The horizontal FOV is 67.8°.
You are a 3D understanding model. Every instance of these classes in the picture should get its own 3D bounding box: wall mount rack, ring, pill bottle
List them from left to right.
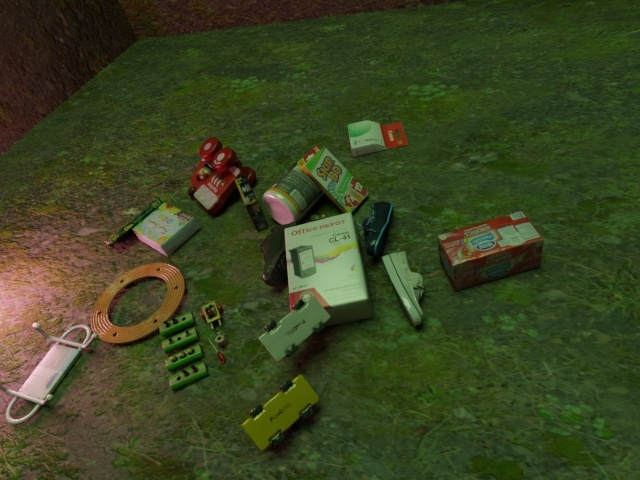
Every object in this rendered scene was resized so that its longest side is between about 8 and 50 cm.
[{"bbox_3d":[-0.823,0.384,1.456,0.305,0.130,0.349,5,49,23],"label":"wall mount rack"},{"bbox_3d":[-0.619,0.212,1.630,0.337,0.032,0.336,-10,43,10],"label":"ring"},{"bbox_3d":[-0.070,-0.193,1.747,0.162,0.162,0.278,20,55,34],"label":"pill bottle"}]

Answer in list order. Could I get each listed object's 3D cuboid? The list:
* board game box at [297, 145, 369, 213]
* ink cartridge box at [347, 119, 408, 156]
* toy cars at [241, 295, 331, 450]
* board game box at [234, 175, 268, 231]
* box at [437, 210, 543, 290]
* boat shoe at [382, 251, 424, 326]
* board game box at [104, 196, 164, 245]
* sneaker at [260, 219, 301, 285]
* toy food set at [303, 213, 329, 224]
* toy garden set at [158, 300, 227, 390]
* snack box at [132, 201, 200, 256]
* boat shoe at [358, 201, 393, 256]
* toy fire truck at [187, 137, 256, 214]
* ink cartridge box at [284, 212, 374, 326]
[{"bbox_3d":[0.046,-0.219,1.699,0.259,0.039,0.124,44,62,-3],"label":"board game box"},{"bbox_3d":[0.232,-0.437,1.966,0.225,0.056,0.180,-13,44,9],"label":"ink cartridge box"},{"bbox_3d":[-0.086,0.331,1.222,0.177,0.087,0.393,13,67,-9],"label":"toy cars"},{"bbox_3d":[-0.256,-0.138,1.771,0.048,0.141,0.170,-25,44,-4],"label":"board game box"},{"bbox_3d":[0.479,0.030,1.358,0.257,0.122,0.128,-17,43,3],"label":"box"},{"bbox_3d":[0.255,0.128,1.367,0.088,0.096,0.267,-22,35,4],"label":"boat shoe"},{"bbox_3d":[-0.751,-0.077,1.922,0.259,0.030,0.136,-47,17,-26],"label":"board game box"},{"bbox_3d":[-0.145,0.048,1.589,0.130,0.109,0.286,-7,35,22],"label":"sneaker"},{"bbox_3d":[-0.011,-0.068,1.703,0.122,0.019,0.077,3,48,22],"label":"toy food set"},{"bbox_3d":[-0.376,0.298,1.434,0.204,0.049,0.244,-23,46,-9],"label":"toy garden set"},{"bbox_3d":[-0.599,-0.046,1.851,0.207,0.070,0.174,23,58,38],"label":"snack box"},{"bbox_3d":[0.175,-0.035,1.558,0.089,0.108,0.258,10,34,13],"label":"boat shoe"},{"bbox_3d":[-0.435,-0.260,1.959,0.254,0.169,0.302,-49,47,-4],"label":"toy fire truck"},{"bbox_3d":[0.020,0.091,1.420,0.226,0.131,0.306,-14,56,8],"label":"ink cartridge box"}]
